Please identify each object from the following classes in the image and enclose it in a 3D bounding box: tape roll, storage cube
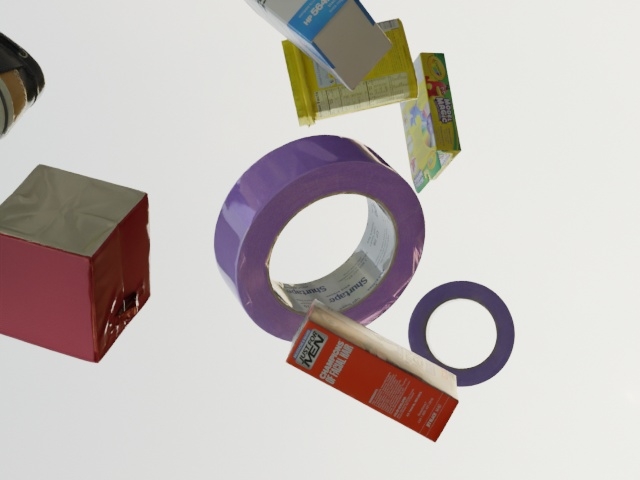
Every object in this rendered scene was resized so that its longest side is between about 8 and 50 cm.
[{"bbox_3d":[0.252,0.167,2.310,0.189,0.189,0.080,46,-177,10],"label":"tape roll"},{"bbox_3d":[0.000,0.000,1.734,0.275,0.275,0.090,15,-159,-34],"label":"tape roll"},{"bbox_3d":[-0.367,0.030,1.888,0.215,0.193,0.183,15,-143,15],"label":"storage cube"}]

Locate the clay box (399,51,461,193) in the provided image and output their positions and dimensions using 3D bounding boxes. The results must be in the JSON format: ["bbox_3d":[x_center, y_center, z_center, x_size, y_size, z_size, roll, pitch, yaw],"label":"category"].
[{"bbox_3d":[0.192,-0.204,2.281,0.053,0.127,0.222,-2,-110,-18],"label":"clay box"}]

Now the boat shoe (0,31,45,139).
[{"bbox_3d":[-0.635,-0.310,1.988,0.500,0.187,0.156,29,-140,17],"label":"boat shoe"}]

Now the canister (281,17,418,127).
[{"bbox_3d":[0.041,-0.234,1.786,0.170,0.073,0.126,-12,-113,0],"label":"canister"}]

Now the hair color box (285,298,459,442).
[{"bbox_3d":[0.053,0.127,1.286,0.167,0.053,0.093,27,-169,-2],"label":"hair color box"}]

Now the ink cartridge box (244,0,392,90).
[{"bbox_3d":[-0.024,-0.302,1.659,0.203,0.086,0.148,43,-178,28],"label":"ink cartridge box"}]
